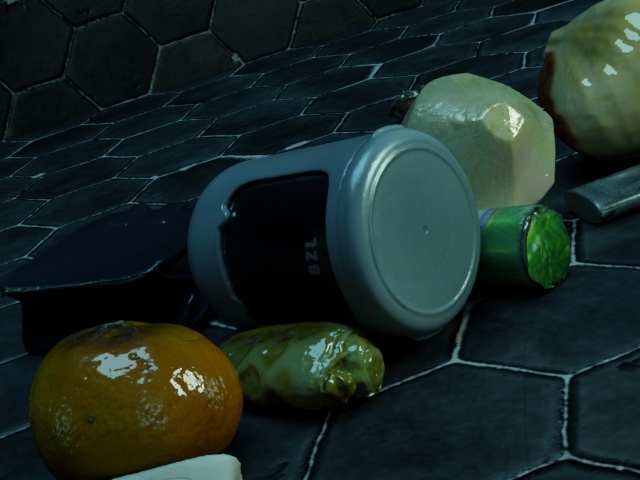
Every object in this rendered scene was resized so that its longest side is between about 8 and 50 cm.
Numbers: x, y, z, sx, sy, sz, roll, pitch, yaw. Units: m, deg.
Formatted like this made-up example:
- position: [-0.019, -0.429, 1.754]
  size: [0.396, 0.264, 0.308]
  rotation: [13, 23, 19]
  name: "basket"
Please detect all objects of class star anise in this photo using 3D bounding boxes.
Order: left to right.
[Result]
- position: [0.230, -0.271, 2.217]
  size: [0.172, 0.063, 0.208]
  rotation: [-17, 19, -7]
  name: "star anise"

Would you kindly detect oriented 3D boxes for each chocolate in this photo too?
- position: [0.170, 0.009, 1.447]
  size: [0.291, 0.110, 0.110]
  rotation: [-1, 24, 43]
  name: "chocolate"

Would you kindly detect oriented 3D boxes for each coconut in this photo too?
- position: [0.207, -0.110, 1.526]
  size: [0.237, 0.237, 0.197]
  rotation: [11, 55, 52]
  name: "coconut"

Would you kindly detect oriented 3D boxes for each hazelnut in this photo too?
- position: [0.438, -0.237, 1.672]
  size: [0.261, 0.261, 0.241]
  rotation: [-28, 54, -31]
  name: "hazelnut"

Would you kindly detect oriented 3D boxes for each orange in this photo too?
- position: [-0.192, 0.166, 1.166]
  size: [0.224, 0.170, 0.224]
  rotation: [-12, 9, 2]
  name: "orange"

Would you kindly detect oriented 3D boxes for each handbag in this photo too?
- position: [-0.266, 0.038, 1.667]
  size: [0.304, 0.121, 0.329]
  rotation: [-7, 22, 27]
  name: "handbag"

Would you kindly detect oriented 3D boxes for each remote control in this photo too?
- position: [0.529, -0.108, 1.564]
  size: [0.378, 0.044, 0.107]
  rotation: [-20, 23, -10]
  name: "remote control"

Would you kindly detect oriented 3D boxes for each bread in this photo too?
- position: [-0.033, 0.137, 1.279]
  size: [0.232, 0.087, 0.128]
  rotation: [-2, 15, 46]
  name: "bread"

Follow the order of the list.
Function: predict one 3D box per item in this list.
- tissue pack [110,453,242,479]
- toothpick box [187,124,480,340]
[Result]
- position: [-0.144, 0.298, 0.931]
  size: [0.170, 0.071, 0.325]
  rotation: [-14, 20, 1]
  name: "tissue pack"
- position: [0.000, 0.000, 1.388]
  size: [0.355, 0.263, 0.263]
  rotation: [-6, 21, 43]
  name: "toothpick box"
